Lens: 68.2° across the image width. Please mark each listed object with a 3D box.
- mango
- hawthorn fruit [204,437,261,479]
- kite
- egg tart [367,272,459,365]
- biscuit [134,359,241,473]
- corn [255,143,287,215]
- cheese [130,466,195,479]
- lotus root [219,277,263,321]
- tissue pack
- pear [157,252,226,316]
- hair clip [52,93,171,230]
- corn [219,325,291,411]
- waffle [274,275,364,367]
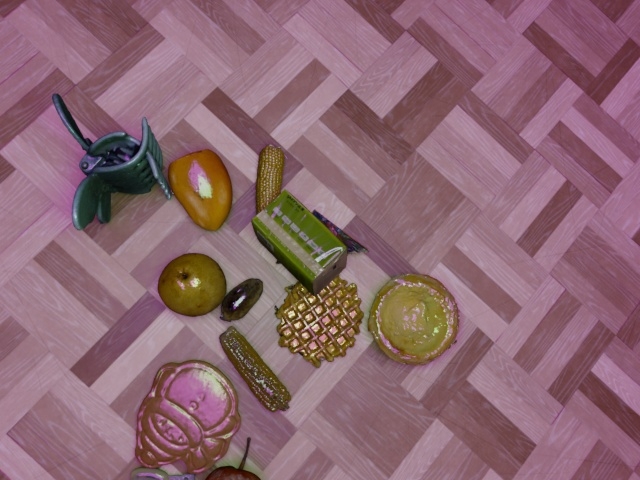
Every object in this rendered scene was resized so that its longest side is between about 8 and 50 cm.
[{"bbox_3d":[-0.373,-0.161,1.543,0.187,0.138,0.257,-32,101,-28],"label":"mango"},{"bbox_3d":[-0.268,0.773,1.372,0.231,0.235,0.263,-19,86,-11],"label":"hawthorn fruit"},{"bbox_3d":[0.000,0.000,1.613,0.321,0.016,0.234,-7,69,-2],"label":"kite"},{"bbox_3d":[0.304,0.261,1.582,0.315,0.120,0.315,1,81,-6],"label":"egg tart"},{"bbox_3d":[-0.413,0.557,1.477,0.312,0.057,0.351,27,79,-2],"label":"biscuit"},{"bbox_3d":[-0.173,-0.193,1.599,0.091,0.091,0.260,-1,81,28],"label":"corn"},{"bbox_3d":[-0.484,0.739,1.450,0.192,0.037,0.097,-3,84,-9],"label":"cheese"},{"bbox_3d":[-0.258,0.191,1.536,0.089,0.080,0.179,42,78,0],"label":"lotus root"},{"bbox_3d":[-0.061,0.012,1.494,0.274,0.200,0.167,43,77,16],"label":"tissue pack"},{"bbox_3d":[-0.397,0.138,1.466,0.209,0.209,0.209,1,82,-7],"label":"pear"},{"bbox_3d":[-0.605,-0.219,1.433,0.238,0.318,0.392,-12,82,-10],"label":"hair clip"},{"bbox_3d":[-0.211,0.415,1.506,0.097,0.097,0.320,-38,85,-11],"label":"corn"},{"bbox_3d":[-0.001,0.249,1.572,0.329,0.062,0.329,1,82,-7],"label":"waffle"}]
